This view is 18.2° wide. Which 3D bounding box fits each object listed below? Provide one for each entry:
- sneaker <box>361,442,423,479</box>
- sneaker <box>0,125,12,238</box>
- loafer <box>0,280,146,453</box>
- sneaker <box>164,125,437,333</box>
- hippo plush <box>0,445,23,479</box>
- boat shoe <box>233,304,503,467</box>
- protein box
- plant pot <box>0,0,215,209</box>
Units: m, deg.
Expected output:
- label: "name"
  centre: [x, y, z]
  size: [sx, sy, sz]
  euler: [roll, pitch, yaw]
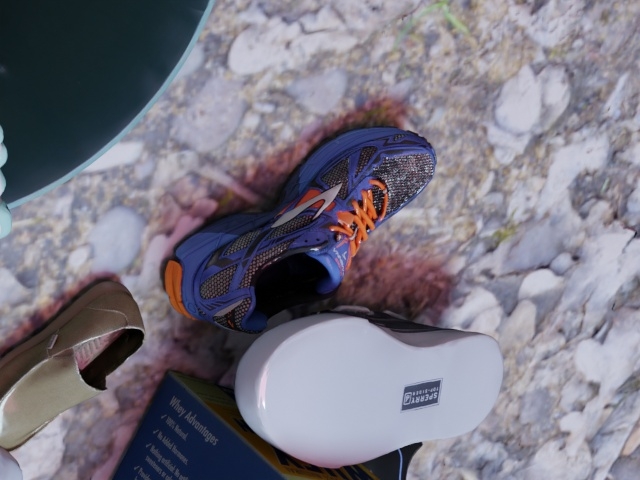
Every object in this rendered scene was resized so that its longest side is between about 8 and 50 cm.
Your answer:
- label: "sneaker"
  centre: [0.028, 0.254, 1.594]
  size: [0.090, 0.081, 0.232]
  euler: [-5, 117, -30]
- label: "sneaker"
  centre: [-0.186, -0.029, 0.954]
  size: [0.069, 0.038, 0.098]
  euler: [-25, 133, -26]
- label: "loafer"
  centre: [-0.177, 0.090, 1.350]
  size: [0.148, 0.050, 0.056]
  euler: [-47, 135, -7]
- label: "sneaker"
  centre: [0.000, 0.000, 1.416]
  size: [0.221, 0.087, 0.083]
  euler: [-37, 133, -17]
- label: "hippo plush"
  centre: [-0.314, 0.156, 1.130]
  size: [0.234, 0.294, 0.237]
  euler: [-13, 129, 7]
- label: "boat shoe"
  centre: [0.017, 0.094, 1.452]
  size: [0.301, 0.102, 0.108]
  euler: [-2, 104, -55]
- label: "protein box"
  centre: [-0.057, 0.237, 1.429]
  size: [0.136, 0.200, 0.201]
  euler: [21, 101, -43]
- label: "plant pot"
  centre: [-0.227, -0.187, 1.007]
  size: [0.293, 0.235, 0.293]
  euler: [-22, 131, -27]
